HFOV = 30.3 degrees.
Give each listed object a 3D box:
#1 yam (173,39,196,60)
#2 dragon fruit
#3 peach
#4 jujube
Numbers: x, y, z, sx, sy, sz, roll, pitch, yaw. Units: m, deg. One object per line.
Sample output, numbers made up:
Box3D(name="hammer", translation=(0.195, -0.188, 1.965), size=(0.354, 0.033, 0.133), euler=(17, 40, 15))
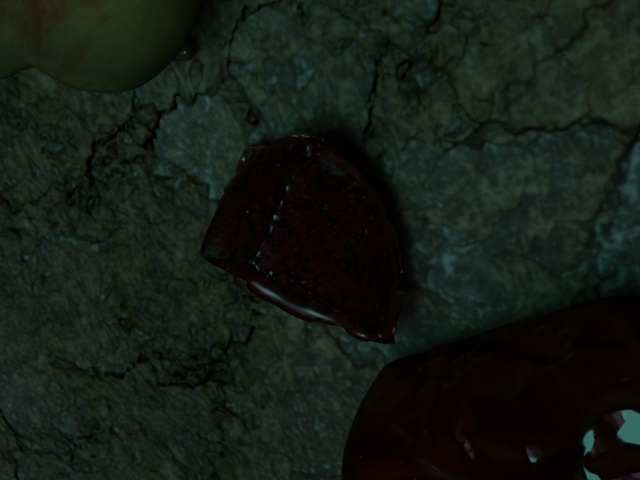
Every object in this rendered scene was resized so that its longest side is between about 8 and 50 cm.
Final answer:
Box3D(name="yam", translation=(-0.153, -0.155, 0.955), size=(0.116, 0.021, 0.021), euler=(7, 118, 23))
Box3D(name="dragon fruit", translation=(-0.001, 0.000, 0.938), size=(0.161, 0.120, 0.127), euler=(33, 85, -23))
Box3D(name="peach", translation=(-0.188, -0.220, 0.841), size=(0.233, 0.232, 0.232), euler=(11, 119, 20))
Box3D(name="jujube", translation=(0.166, 0.151, 0.870), size=(0.342, 0.216, 0.216), euler=(-12, 110, 42))
